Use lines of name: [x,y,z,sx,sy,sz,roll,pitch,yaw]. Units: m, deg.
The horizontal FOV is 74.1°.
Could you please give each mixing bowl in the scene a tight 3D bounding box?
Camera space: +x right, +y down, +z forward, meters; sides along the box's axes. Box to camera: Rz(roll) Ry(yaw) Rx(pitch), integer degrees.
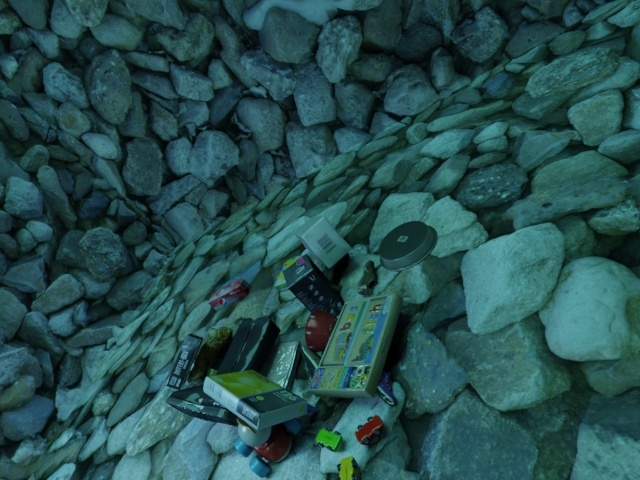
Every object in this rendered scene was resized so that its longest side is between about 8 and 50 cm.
mixing bowl: [0.025,0.371,1.730,0.098,0.181,0.181,-1,43,33]

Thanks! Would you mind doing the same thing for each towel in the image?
towel: [-0.261,0.580,1.818,0.332,0.053,0.317,-11,40,28]

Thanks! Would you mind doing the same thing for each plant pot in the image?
plant pot: [-0.529,0.674,2.063,0.083,0.083,0.079,-11,51,44]

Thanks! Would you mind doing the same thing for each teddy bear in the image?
teddy bear: [-0.582,0.578,2.176,0.338,0.113,0.245,-61,-4,-20]

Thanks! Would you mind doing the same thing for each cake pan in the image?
cake pan: [0.388,0.015,1.940,0.293,0.054,0.293,-30,27,17]

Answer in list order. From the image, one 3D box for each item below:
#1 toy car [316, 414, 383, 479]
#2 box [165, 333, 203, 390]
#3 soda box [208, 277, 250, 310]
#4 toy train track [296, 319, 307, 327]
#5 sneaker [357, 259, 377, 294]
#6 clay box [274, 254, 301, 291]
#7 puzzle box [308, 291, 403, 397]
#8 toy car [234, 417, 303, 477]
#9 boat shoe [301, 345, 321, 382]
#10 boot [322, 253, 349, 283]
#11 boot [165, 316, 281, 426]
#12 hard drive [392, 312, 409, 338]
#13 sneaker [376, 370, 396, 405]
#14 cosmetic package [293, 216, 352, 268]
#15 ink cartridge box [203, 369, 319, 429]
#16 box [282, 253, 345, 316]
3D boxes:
toy car: [0.079,0.652,1.340,0.225,0.053,0.239,-5,41,49]
box: [-0.663,0.587,2.086,0.307,0.077,0.242,140,152,-72]
soda box: [-0.565,0.333,2.620,0.263,0.083,0.092,-28,28,22]
toy train track: [-0.084,0.388,2.002,0.083,0.014,0.048,-18,33,35]
sneaker: [0.227,0.170,1.911,0.071,0.066,0.188,0,49,29]
clay box: [-0.167,0.181,2.386,0.127,0.053,0.222,-20,31,33]
puzzle box: [0.135,0.379,1.560,0.272,0.052,0.408,-20,33,42]
toy car: [-0.226,0.656,1.487,0.219,0.238,0.210,-48,41,-16]
boat shoe: [-0.040,0.497,1.704,0.079,0.084,0.233,-58,23,4]
boot: [0.057,0.139,2.151,0.137,0.077,0.198,-16,33,48]
boot: [-0.409,0.531,1.813,0.367,0.146,0.445,1,51,26]
hard drive: [0.205,0.351,1.646,0.255,0.054,0.172,-42,26,-5]
sneaker: [0.214,0.478,1.430,0.071,0.068,0.170,-27,30,-4]
cosmetic package: [0.000,0.000,2.170,0.156,0.217,0.385,-41,10,-4]
ink cartridge box: [-0.205,0.554,1.527,0.304,0.307,0.072,12,94,40]
box: [-0.026,0.220,1.901,0.143,0.270,0.165,-38,27,3]
